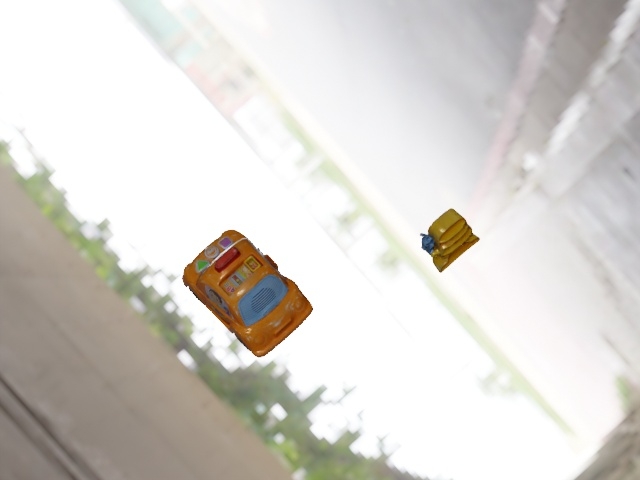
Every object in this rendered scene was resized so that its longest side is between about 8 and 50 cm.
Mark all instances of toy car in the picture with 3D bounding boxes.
[{"bbox_3d":[0.000,0.000,0.780,0.060,0.122,0.040,63,179,28],"label":"toy car"}]
